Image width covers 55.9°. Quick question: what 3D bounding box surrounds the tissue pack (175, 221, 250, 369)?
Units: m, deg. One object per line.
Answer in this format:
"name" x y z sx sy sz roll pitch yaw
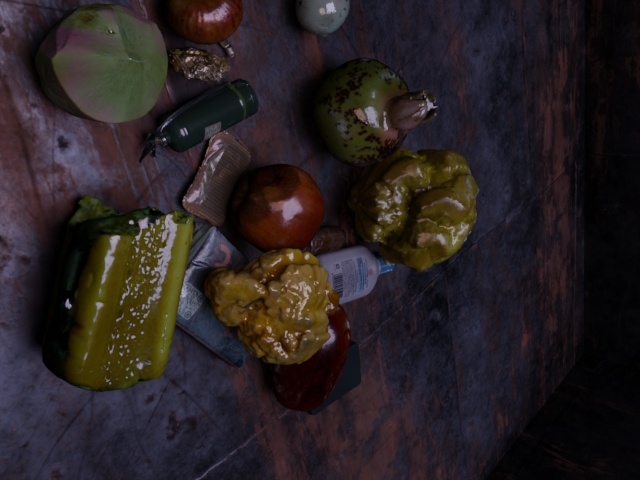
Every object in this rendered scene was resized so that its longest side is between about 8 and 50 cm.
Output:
"tissue pack" -0.244 0.138 1.446 0.228 0.103 0.316 -56 133 -17

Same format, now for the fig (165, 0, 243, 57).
"fig" -0.233 -0.485 1.265 0.149 0.148 0.202 -54 -177 19

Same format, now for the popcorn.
"popcorn" -0.099 0.139 1.352 0.332 0.225 0.265 32 96 -32

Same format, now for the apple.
"apple" -0.108 -0.081 1.442 0.229 0.229 0.230 -15 112 -43

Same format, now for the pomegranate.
"pomegranate" 0.151 -0.330 1.549 0.284 0.340 0.285 -10 104 -45

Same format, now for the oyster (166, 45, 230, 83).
"oyster" -0.261 -0.380 1.282 0.177 0.105 0.056 5 126 -47

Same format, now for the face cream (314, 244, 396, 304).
"face cream" 0.101 0.095 1.804 0.336 0.080 0.163 -14 104 -43

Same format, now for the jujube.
"jujube" -0.038 0.301 1.631 0.223 0.223 0.318 -10 118 -44

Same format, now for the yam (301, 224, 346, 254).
"yam" -0.001 0.002 1.678 0.141 0.079 0.079 -8 107 -43

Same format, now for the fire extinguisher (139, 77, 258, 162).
"fire extinguisher" -0.272 -0.260 1.314 0.294 0.093 0.118 -37 166 -33

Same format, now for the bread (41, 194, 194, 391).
"bread" -0.405 0.107 1.191 0.251 0.208 0.377 8 95 -43

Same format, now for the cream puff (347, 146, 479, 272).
"cream puff" 0.243 -0.093 1.702 0.275 0.378 0.379 -1 102 -53

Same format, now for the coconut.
"coconut" -0.386 -0.314 1.076 0.235 0.235 0.205 -17 109 -42

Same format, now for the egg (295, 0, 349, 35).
"egg" 0.012 -0.577 1.492 0.164 0.131 0.131 -37 125 -42

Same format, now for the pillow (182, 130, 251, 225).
"pillow" -0.241 -0.149 1.419 0.135 0.034 0.211 31 77 -46

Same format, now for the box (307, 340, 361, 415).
"box" 0.034 0.418 1.848 0.230 0.050 0.160 -23 116 -40
